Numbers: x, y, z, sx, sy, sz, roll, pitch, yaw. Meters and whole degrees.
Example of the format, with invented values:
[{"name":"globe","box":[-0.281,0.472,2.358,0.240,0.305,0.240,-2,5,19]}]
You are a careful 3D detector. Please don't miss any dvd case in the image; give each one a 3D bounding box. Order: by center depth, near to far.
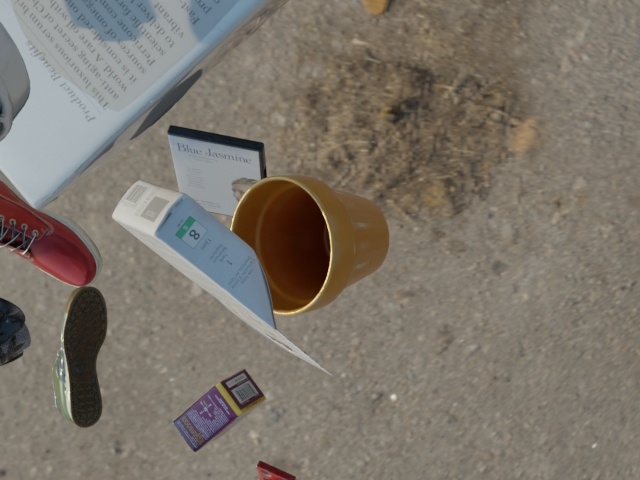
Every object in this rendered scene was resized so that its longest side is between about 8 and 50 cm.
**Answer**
[{"name":"dvd case","box":[-0.189,-0.122,2.088,0.180,0.253,0.022,12,60,7]}]

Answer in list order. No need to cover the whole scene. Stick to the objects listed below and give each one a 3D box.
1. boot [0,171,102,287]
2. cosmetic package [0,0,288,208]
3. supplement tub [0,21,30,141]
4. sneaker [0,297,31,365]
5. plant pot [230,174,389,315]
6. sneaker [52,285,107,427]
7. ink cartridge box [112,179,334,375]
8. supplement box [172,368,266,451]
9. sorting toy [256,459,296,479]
[{"name":"boot","box":[-0.433,-0.003,1.532,0.244,0.176,0.088,36,107,3]},{"name":"cosmetic package","box":[-0.127,-0.252,0.854,0.453,0.161,0.230,-35,97,30]},{"name":"supplement tub","box":[-0.341,-0.027,0.647,0.228,0.228,0.316,17,62,26]},{"name":"sneaker","box":[-0.383,0.151,1.211,0.269,0.153,0.101,57,147,26]},{"name":"plant pot","box":[0.000,0.000,1.667,0.205,0.188,0.205,5,98,40]},{"name":"sneaker","box":[-0.343,0.158,1.524,0.086,0.064,0.192,0,90,54]},{"name":"ink cartridge box","box":[-0.087,0.033,1.067,0.224,0.181,0.056,39,81,-22]},{"name":"supplement box","box":[-0.109,0.183,1.185,0.083,0.055,0.043,-42,81,26]},{"name":"sorting toy","box":[-0.021,0.341,1.283,0.132,0.275,0.046,23,61,12]}]
